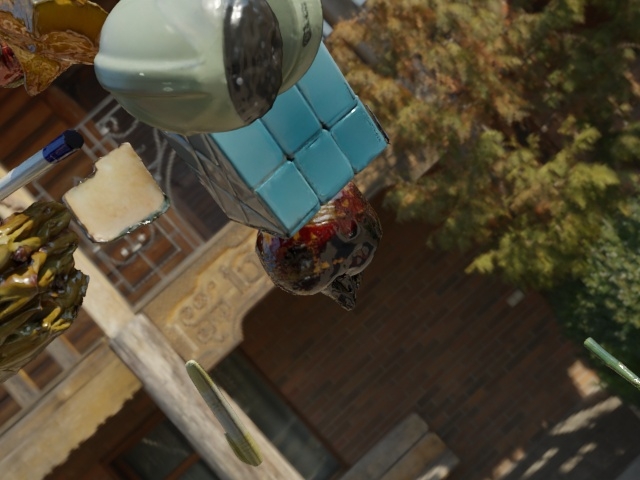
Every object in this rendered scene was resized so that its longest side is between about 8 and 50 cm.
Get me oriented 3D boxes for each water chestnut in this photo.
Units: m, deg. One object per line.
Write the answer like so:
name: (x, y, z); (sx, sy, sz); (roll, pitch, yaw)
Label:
water chestnut: (0.000, 0.000, 1.590); (0.289, 0.244, 0.289); (-60, -9, -17)

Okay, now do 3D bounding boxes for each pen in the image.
pen: (-0.160, 0.288, 1.275); (0.040, 0.233, 0.032); (-33, 23, -8)
pen: (-0.441, -0.101, 1.164); (0.269, 0.033, 0.033); (-22, 11, 38)

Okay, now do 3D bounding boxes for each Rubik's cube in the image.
Rubik's cube: (-0.078, -0.166, 1.184); (0.224, 0.231, 0.221); (-44, 26, -16)

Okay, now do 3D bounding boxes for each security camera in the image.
security camera: (-0.114, -0.211, 0.815); (0.277, 0.191, 0.197); (-63, -26, -59)

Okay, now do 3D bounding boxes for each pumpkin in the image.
pumpkin: (-0.361, -0.264, 1.005); (0.258, 0.290, 0.095); (22, -101, -58)

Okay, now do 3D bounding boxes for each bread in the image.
bread: (-0.458, 0.109, 1.078); (0.324, 0.167, 0.277); (-43, 11, 10)

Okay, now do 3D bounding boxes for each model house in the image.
model house: (-0.432, -0.083, 1.629); (0.183, 0.166, 0.172); (-35, 6, -14)

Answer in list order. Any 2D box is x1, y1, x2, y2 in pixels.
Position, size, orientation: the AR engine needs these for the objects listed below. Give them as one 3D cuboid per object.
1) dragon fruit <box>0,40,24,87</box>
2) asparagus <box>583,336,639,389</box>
dragon fruit: (-0.605, -0.404, 1.441); (0.291, 0.250, 0.269); (-13, 7, -12)
asparagus: (0.379, 0.164, 0.961); (0.018, 0.127, 0.015); (5, -59, -46)
